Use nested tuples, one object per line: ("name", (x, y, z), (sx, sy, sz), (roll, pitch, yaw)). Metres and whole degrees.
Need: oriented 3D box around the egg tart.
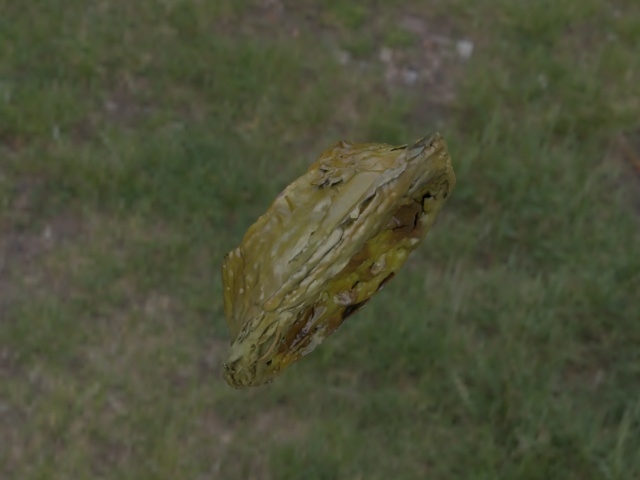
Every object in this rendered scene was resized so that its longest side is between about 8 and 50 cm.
("egg tart", (0.000, 0.000, 0.729), (0.049, 0.129, 0.129), (43, 47, 10))
